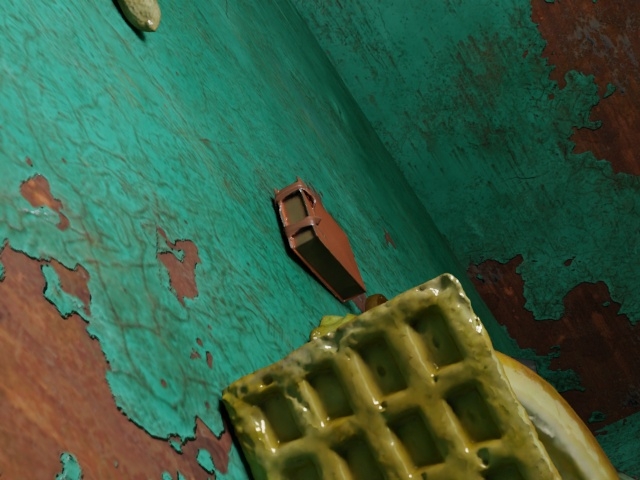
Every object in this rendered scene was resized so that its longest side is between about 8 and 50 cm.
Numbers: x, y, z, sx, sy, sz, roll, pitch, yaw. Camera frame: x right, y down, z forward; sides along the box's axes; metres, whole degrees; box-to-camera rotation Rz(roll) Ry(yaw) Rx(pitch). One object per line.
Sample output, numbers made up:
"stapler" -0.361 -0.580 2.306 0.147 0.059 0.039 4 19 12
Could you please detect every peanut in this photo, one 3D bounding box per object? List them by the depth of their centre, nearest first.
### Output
"peanut" -0.246 -0.323 1.018 0.113 0.054 0.054 61 14 -10

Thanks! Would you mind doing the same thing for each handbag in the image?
"handbag" 0.000 0.000 1.214 0.190 0.063 0.127 48 19 -48

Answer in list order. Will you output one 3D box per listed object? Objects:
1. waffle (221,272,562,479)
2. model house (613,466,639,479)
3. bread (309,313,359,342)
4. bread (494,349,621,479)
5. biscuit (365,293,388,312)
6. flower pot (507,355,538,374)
"waffle" 0.057 0.178 0.673 0.221 0.248 0.055 65 15 15
"model house" 0.426 0.540 0.989 0.360 0.297 0.339 56 -1 -23
"bread" 0.078 0.194 1.048 0.233 0.088 0.161 58 17 -2
"bread" 0.141 0.317 0.827 0.424 0.329 0.245 60 -27 0
"biscuit" 0.130 0.180 1.327 0.236 0.039 0.179 53 23 -46
"flower pot" 0.308 0.299 1.356 0.269 0.166 0.268 -10 90 -78
